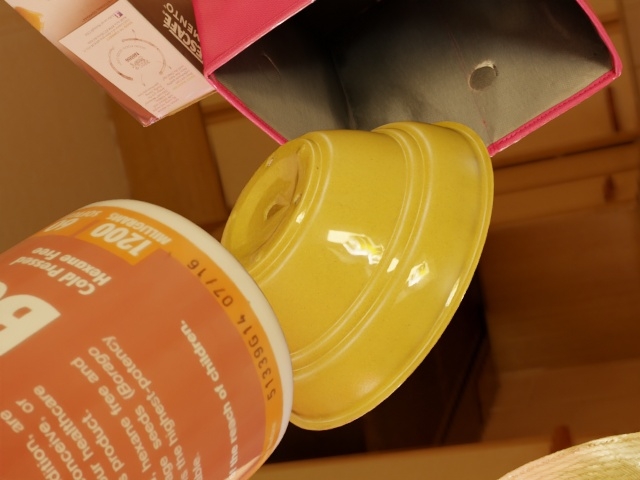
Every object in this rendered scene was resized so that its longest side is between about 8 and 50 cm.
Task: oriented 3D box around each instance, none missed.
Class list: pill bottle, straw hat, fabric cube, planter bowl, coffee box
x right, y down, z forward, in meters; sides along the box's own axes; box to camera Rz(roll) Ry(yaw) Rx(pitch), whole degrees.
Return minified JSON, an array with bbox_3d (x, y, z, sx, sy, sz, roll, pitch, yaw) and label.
[{"bbox_3d":[-0.113,0.081,0.381,0.216,0.121,0.121,-39,-62,-47],"label":"pill bottle"},{"bbox_3d":[0.137,0.146,0.567,0.144,0.144,0.061,50,-156,-56],"label":"straw hat"},{"bbox_3d":[0.057,-0.223,1.004,0.254,0.259,0.258,38,-151,-44],"label":"fabric cube"},{"bbox_3d":[0.000,0.000,0.738,0.090,0.217,0.217,30,-136,-26],"label":"planter bowl"},{"bbox_3d":[-0.202,-0.242,1.117,0.246,0.098,0.141,44,-145,-37],"label":"coffee box"}]
